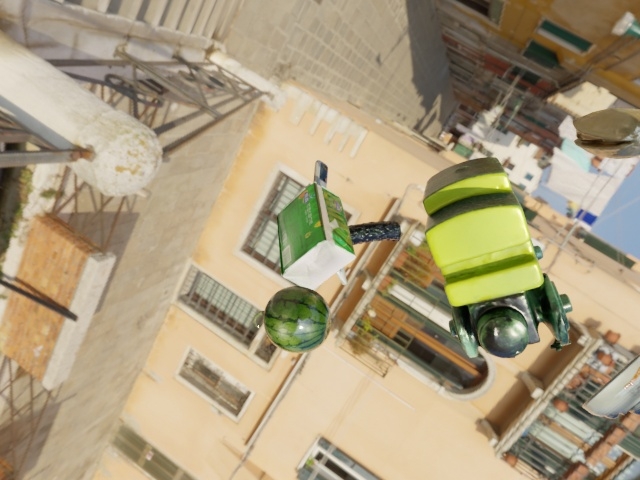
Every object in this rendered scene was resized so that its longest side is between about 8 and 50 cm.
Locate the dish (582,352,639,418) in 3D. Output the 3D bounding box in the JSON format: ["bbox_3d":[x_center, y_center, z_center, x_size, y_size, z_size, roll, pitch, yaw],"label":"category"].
[{"bbox_3d":[0.945,0.462,1.426,0.273,0.134,0.273,-28,147,-20],"label":"dish"}]

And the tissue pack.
[{"bbox_3d":[0.001,-0.001,1.118,0.148,0.156,0.209,-42,-145,27],"label":"tissue pack"}]

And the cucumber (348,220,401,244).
[{"bbox_3d":[0.123,-0.018,1.570,0.072,0.303,0.081,159,-77,-70],"label":"cucumber"}]

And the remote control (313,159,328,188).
[{"bbox_3d":[-0.003,-0.108,1.405,0.067,0.029,0.261,21,71,-63],"label":"remote control"}]

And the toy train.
[{"bbox_3d":[0.277,0.005,0.797,0.179,0.273,0.442,-18,-168,20],"label":"toy train"}]

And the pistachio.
[{"bbox_3d":[0.774,-0.284,1.241,0.144,0.144,0.215,-57,-146,1],"label":"pistachio"}]

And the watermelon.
[{"bbox_3d":[-0.037,0.110,0.674,0.109,0.109,0.109,-55,171,-13],"label":"watermelon"}]
